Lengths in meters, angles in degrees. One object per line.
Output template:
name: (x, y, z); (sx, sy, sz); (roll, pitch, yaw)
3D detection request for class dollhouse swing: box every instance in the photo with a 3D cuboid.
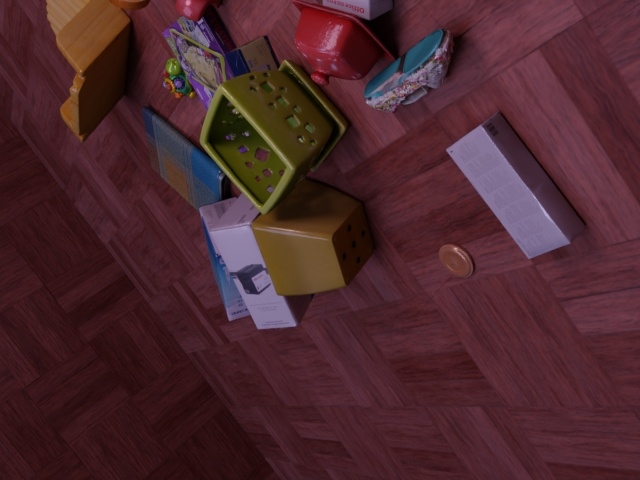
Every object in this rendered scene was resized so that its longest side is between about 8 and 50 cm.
dollhouse swing: (-0.722, -0.536, 1.791); (0.305, 0.315, 0.347); (31, 151, -6)

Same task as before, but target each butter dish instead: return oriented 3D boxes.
butter dish: (0.022, -0.327, 1.106); (0.160, 0.118, 0.160); (30, -175, 33)

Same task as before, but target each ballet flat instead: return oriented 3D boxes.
ballet flat: (0.163, -0.281, 1.074); (0.077, 0.091, 0.241); (28, 161, -20)

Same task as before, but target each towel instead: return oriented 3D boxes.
towel: (-0.410, -0.218, 1.941); (0.370, 0.040, 0.271); (41, 147, 21)

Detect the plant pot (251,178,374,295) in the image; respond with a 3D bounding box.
plant pot: (0.000, 0.000, 1.471); (0.187, 0.212, 0.212); (7, 129, 35)

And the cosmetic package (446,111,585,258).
cosmetic package: (0.325, -0.090, 1.061); (0.239, 0.060, 0.099); (53, 148, -2)

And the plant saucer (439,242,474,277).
plant saucer: (0.280, 0.043, 1.312); (0.083, 0.013, 0.083); (35, 146, 27)

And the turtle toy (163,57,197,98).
turtle toy: (-0.369, -0.421, 1.634); (0.095, 0.066, 0.130); (43, 149, 15)

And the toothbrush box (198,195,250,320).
toothbrush box: (-0.255, 0.057, 1.861); (0.295, 0.126, 0.216); (89, 160, -45)

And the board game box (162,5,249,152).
board game box: (-0.238, -0.379, 1.525); (0.208, 0.056, 0.346); (-8, 116, 51)

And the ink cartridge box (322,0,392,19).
ink cartridge box: (0.057, -0.449, 1.032); (0.109, 0.063, 0.150); (29, 143, 33)

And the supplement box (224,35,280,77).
supplement box: (-0.144, -0.380, 1.356); (0.056, 0.083, 0.083); (6, 127, 51)

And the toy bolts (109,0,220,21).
toy bolts: (-0.313, -0.567, 1.295); (0.229, 0.218, 0.158); (30, 141, 2)

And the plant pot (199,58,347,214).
plant pot: (-0.089, -0.226, 1.328); (0.228, 0.207, 0.227); (50, 149, 4)

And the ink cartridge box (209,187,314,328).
ink cartridge box: (-0.128, 0.038, 1.622); (0.129, 0.223, 0.307); (-9, 119, 26)
